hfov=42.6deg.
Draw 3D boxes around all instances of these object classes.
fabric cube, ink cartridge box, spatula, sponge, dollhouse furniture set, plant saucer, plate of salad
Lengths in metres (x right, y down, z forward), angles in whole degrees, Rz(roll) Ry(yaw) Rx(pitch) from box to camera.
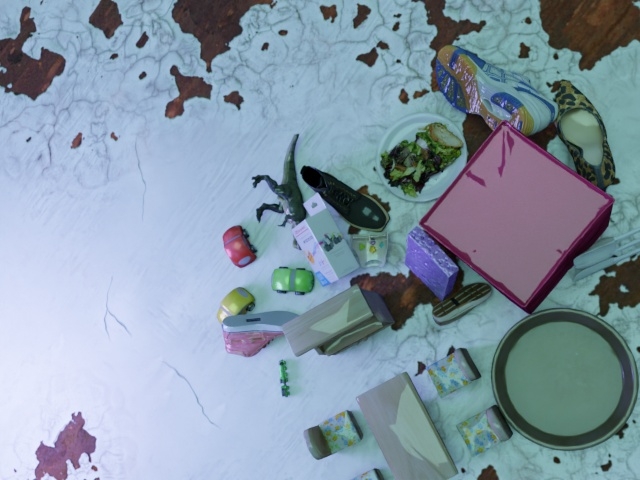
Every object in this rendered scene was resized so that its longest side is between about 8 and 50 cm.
[{"bbox_3d":[0.381,-0.036,1.582,0.254,0.258,0.259,41,95,19],"label":"fabric cube"},{"bbox_3d":[0.000,0.000,1.744,0.062,0.104,0.181,-28,88,-23],"label":"ink cartridge box"},{"bbox_3d":[0.594,0.007,1.562,0.242,0.168,0.019,-24,62,8],"label":"spatula"},{"bbox_3d":[0.220,0.050,1.643,0.031,0.210,0.117,-41,74,-8],"label":"sponge"},{"bbox_3d":[0.119,0.305,1.613,0.362,0.256,0.394,-30,75,11],"label":"dollhouse furniture set"},{"bbox_3d":[0.478,0.272,1.619,0.278,0.041,0.277,-2,81,15],"label":"plant saucer"},{"bbox_3d":[0.213,-0.182,1.763,0.200,0.048,0.199,-2,82,16],"label":"plate of salad"}]

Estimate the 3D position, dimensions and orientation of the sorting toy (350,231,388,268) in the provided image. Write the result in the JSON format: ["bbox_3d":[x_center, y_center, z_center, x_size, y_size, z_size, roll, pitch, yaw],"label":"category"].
[{"bbox_3d":[0.111,0.022,1.770,0.083,0.045,0.075,-4,88,16],"label":"sorting toy"}]

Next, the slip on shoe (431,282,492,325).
[{"bbox_3d":[0.294,0.134,1.700,0.135,0.041,0.051,-31,44,-6],"label":"slip on shoe"}]

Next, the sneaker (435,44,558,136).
[{"bbox_3d":[0.364,-0.312,1.718,0.131,0.111,0.296,-18,52,-30],"label":"sneaker"}]

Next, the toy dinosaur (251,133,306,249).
[{"bbox_3d":[-0.090,-0.101,1.837,0.118,0.064,0.268,-7,80,1],"label":"toy dinosaur"}]

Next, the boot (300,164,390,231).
[{"bbox_3d":[0.046,-0.088,1.752,0.198,0.137,0.076,30,92,18],"label":"boot"}]

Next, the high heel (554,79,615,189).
[{"bbox_3d":[0.515,-0.217,1.603,0.093,0.186,0.261,-17,78,14],"label":"high heel"}]

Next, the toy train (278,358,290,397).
[{"bbox_3d":[-0.081,0.301,1.795,0.017,0.024,0.083,-11,80,15],"label":"toy train"}]

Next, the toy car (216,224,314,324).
[{"bbox_3d":[-0.127,0.083,1.824,0.225,0.053,0.238,2,83,17],"label":"toy car"}]

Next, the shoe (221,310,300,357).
[{"bbox_3d":[-0.126,0.207,1.807,0.178,0.063,0.081,-3,118,-4],"label":"shoe"}]
